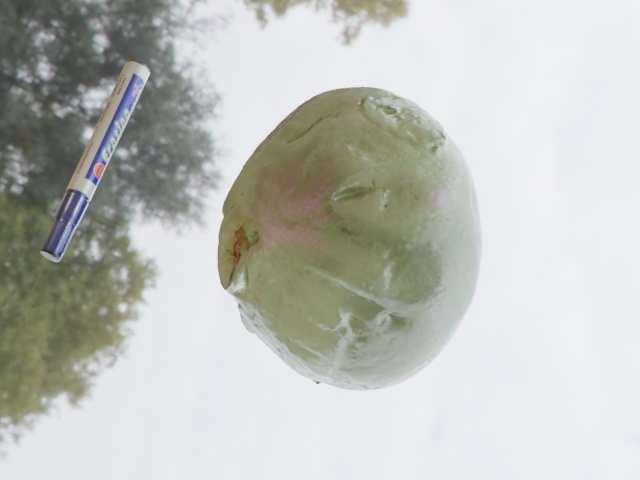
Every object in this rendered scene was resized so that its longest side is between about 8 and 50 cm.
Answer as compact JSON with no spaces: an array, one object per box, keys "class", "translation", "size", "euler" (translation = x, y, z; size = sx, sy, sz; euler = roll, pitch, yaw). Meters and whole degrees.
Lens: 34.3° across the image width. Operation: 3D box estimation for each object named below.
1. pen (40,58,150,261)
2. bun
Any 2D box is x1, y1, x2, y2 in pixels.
[{"class":"pen","translation":[-0.196,-0.073,0.909],"size":[0.025,0.025,0.204],"euler":[-17,-133,51]},{"class":"bun","translation":[0.000,0.000,0.958],"size":[0.293,0.187,0.293],"euler":[5,-83,48]}]
